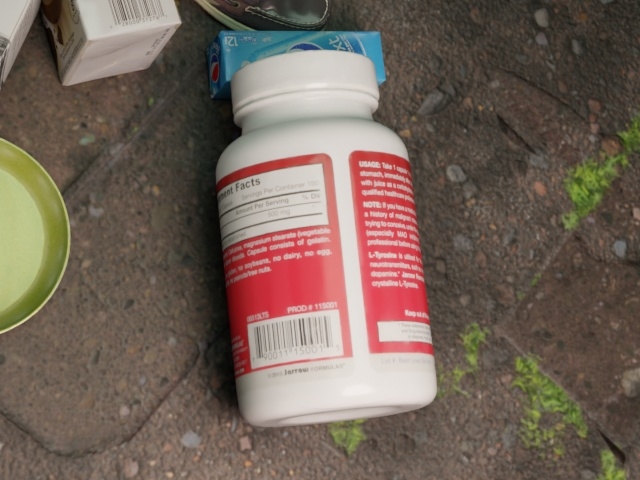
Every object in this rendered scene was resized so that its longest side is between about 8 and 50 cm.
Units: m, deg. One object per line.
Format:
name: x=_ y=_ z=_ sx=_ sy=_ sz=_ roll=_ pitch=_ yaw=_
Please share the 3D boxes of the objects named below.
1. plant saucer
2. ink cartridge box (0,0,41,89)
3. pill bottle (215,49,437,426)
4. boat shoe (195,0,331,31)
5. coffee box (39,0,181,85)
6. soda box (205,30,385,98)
plant saucer: x=-0.404 y=-0.004 z=1.691 sx=0.241 sy=0.037 sz=0.241 roll=5 pitch=75 yaw=-18
ink cartridge box: x=-0.460 y=-0.206 z=1.641 sx=0.223 sy=0.129 sz=0.307 roll=22 pitch=66 yaw=-6
pill bottle: x=0.000 y=0.000 z=1.734 sx=0.229 sy=0.229 sz=0.408 roll=-2 pitch=78 yaw=-20
boat shoe: x=-0.110 y=-0.332 z=1.843 sx=0.285 sy=0.092 sz=0.103 roll=27 pitch=70 yaw=-13
coffee box: x=-0.275 y=-0.353 z=1.748 sx=0.119 sy=0.168 sz=0.297 roll=-15 pitch=82 yaw=-23
soda box: x=-0.031 y=-0.217 z=1.857 sx=0.210 sy=0.071 sz=0.067 roll=-3 pitch=79 yaw=-21
